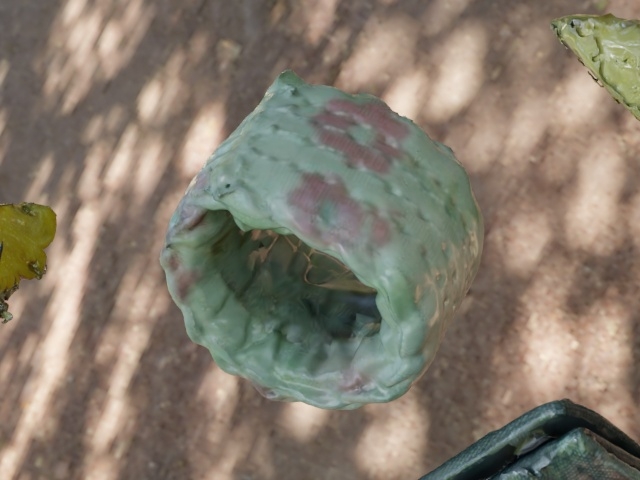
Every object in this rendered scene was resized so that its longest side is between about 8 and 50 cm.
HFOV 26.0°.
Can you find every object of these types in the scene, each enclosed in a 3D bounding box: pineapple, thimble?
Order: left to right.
[{"bbox_3d":[-0.234,0.017,0.954,0.077,0.114,0.114,133,129,-67],"label":"pineapple"},{"bbox_3d":[0.000,0.000,0.940,0.185,0.211,0.149,-15,28,36],"label":"thimble"}]

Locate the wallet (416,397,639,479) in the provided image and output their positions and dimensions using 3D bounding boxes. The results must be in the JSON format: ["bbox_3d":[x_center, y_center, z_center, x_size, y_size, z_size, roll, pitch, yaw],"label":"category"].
[{"bbox_3d":[0.099,0.228,0.888,0.342,0.237,0.075,-39,39,28],"label":"wallet"}]

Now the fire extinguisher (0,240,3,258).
[{"bbox_3d":[-0.299,0.035,0.624,0.102,0.344,0.138,-35,63,46],"label":"fire extinguisher"}]

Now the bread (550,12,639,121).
[{"bbox_3d":[0.406,-0.179,1.234,0.279,0.315,0.248,-47,-7,26],"label":"bread"}]
